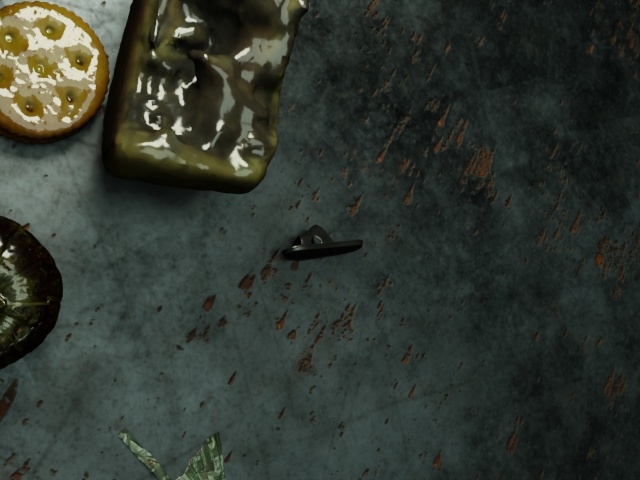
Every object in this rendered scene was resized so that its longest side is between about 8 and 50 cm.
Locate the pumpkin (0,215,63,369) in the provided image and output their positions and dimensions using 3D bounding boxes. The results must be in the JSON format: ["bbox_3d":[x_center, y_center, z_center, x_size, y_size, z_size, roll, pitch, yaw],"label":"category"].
[{"bbox_3d":[-0.485,0.073,1.204,0.237,0.159,0.238,3,84,-28],"label":"pumpkin"}]

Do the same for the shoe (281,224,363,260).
[{"bbox_3d":[0.000,0.000,1.514,0.159,0.062,0.053,-3,73,-26],"label":"shoe"}]

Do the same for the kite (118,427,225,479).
[{"bbox_3d":[-0.238,0.396,1.378,0.250,0.012,0.229,48,66,-13],"label":"kite"}]

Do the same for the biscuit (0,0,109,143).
[{"bbox_3d":[-0.436,-0.257,1.316,0.220,0.066,0.221,3,83,-26],"label":"biscuit"}]

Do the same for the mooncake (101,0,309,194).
[{"bbox_3d":[-0.166,-0.274,1.271,0.246,0.394,0.393,13,39,-28],"label":"mooncake"}]
